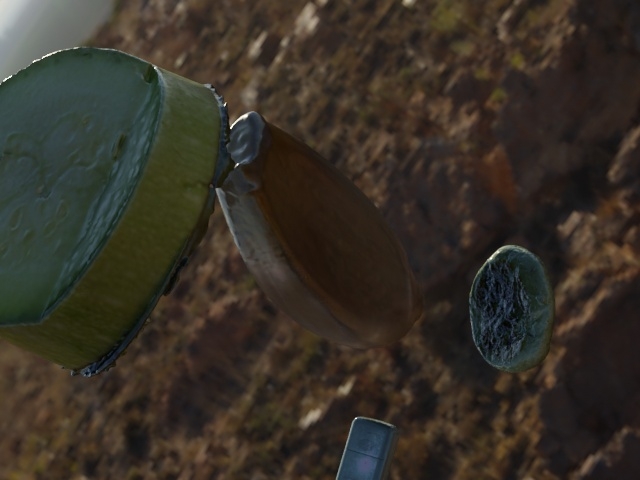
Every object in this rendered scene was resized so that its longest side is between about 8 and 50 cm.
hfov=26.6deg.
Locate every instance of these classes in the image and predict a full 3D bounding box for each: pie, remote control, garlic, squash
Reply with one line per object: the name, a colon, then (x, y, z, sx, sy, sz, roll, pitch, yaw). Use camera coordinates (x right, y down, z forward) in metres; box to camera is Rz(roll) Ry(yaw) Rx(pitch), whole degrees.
pie: (0.126, 0.047, 0.890, 0.085, 0.017, 0.085, -16, 71, 57)
remote control: (0.035, 0.223, 1.227, 0.053, 0.018, 0.124, 8, 79, 41)
garlic: (-0.001, 0.009, 1.213, 0.112, 0.318, 0.143, -4, 58, 26)
squash: (-0.154, -0.030, 0.874, 0.220, 0.133, 0.220, -36, 37, 32)
